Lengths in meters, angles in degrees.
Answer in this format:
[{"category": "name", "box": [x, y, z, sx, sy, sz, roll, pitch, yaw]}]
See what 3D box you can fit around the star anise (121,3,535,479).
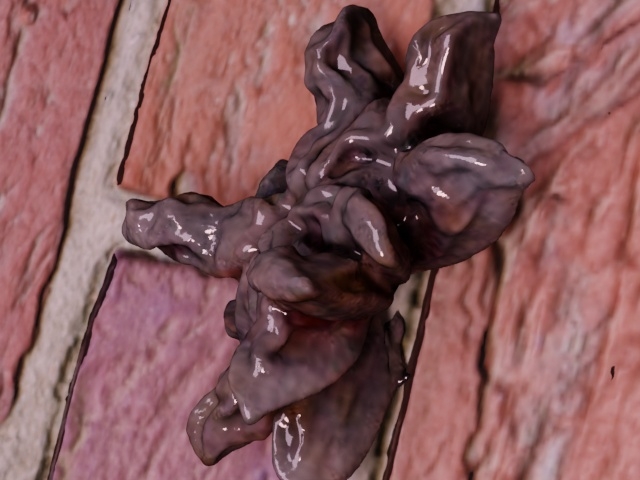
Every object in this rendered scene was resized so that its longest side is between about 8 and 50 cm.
[{"category": "star anise", "box": [0.003, 0.000, 0.877, 0.283, 0.129, 0.212, -49, 32, 15]}]
